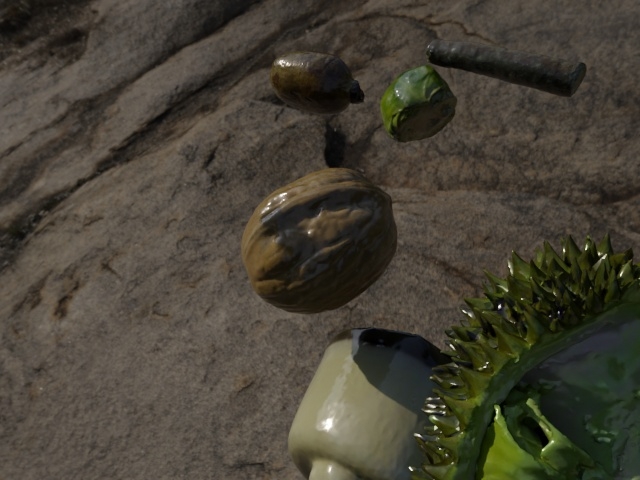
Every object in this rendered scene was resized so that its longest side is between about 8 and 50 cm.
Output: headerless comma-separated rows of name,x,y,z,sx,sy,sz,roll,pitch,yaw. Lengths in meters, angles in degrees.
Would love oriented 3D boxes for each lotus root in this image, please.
lotus root,-0.007,-0.372,1.063,0.260,0.145,0.128,25,59,28

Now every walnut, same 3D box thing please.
walnut,0.000,0.000,0.713,0.261,0.225,0.224,-30,55,9

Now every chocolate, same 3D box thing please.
chocolate,0.109,0.358,0.786,0.326,0.314,0.297,33,54,-12

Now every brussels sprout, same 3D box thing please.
brussels sprout,0.197,-0.286,0.926,0.152,0.149,0.122,-21,73,12

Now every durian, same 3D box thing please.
durian,0.158,0.161,0.334,0.170,0.157,0.355,9,83,22

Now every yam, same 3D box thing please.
yam,0.323,-0.317,0.802,0.274,0.061,0.061,26,69,27
